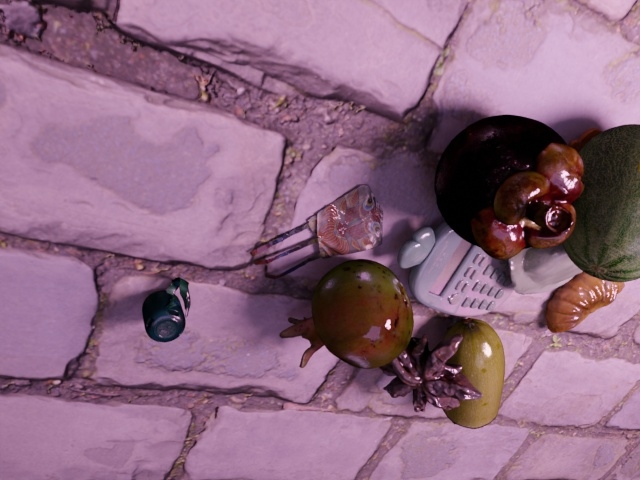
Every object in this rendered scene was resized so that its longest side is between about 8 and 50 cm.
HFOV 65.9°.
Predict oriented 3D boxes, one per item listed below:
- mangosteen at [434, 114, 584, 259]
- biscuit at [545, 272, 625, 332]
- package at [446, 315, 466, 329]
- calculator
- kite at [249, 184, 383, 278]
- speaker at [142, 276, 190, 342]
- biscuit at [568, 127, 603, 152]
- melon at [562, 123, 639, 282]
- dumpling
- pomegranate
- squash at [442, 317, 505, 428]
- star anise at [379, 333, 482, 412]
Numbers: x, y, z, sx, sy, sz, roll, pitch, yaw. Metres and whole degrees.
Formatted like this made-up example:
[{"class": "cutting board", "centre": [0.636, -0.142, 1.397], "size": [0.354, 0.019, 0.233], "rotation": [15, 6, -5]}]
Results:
[{"class": "mangosteen", "centre": [0.281, -0.068, 0.714], "size": [0.211, 0.250, 0.212], "rotation": [-5, 119, -9]}, {"class": "biscuit", "centre": [0.558, 0.128, 1.046], "size": [0.183, 0.061, 0.118], "rotation": [-37, 124, 8]}, {"class": "package", "centre": [0.287, 0.138, 0.989], "size": [0.037, 0.015, 0.111], "rotation": [0, 123, -24]}, {"class": "calculator", "centre": [0.256, 0.048, 0.896], "size": [0.295, 0.042, 0.184], "rotation": [22, 105, -31]}, {"class": "kite", "centre": [0.001, 0.002, 0.808], "size": [0.229, 0.016, 0.127], "rotation": [-26, 123, -2]}, {"class": "speaker", "centre": [-0.229, 0.105, 0.762], "size": [0.094, 0.075, 0.060], "rotation": [-41, 125, -2]}, {"class": "biscuit", "centre": [0.456, -0.152, 0.859], "size": [0.078, 0.015, 0.091], "rotation": [23, 112, -27]}, {"class": "melon", "centre": [0.476, -0.071, 0.774], "size": [0.182, 0.182, 0.288], "rotation": [39, 63, -34]}, {"class": "dumpling", "centre": [0.425, 0.019, 0.912], "size": [0.219, 0.108, 0.153], "rotation": [1, 147, -21]}, {"class": "pomegranate", "centre": [0.042, 0.132, 0.818], "size": [0.224, 0.182, 0.181], "rotation": [-30, 127, 21]}, {"class": "squash", "centre": [0.304, 0.257, 0.994], "size": [0.132, 0.133, 0.247], "rotation": [-17, 129, -7]}, {"class": "star anise", "centre": [0.183, 0.239, 0.933], "size": [0.231, 0.089, 0.209], "rotation": [34, 120, 7]}]
